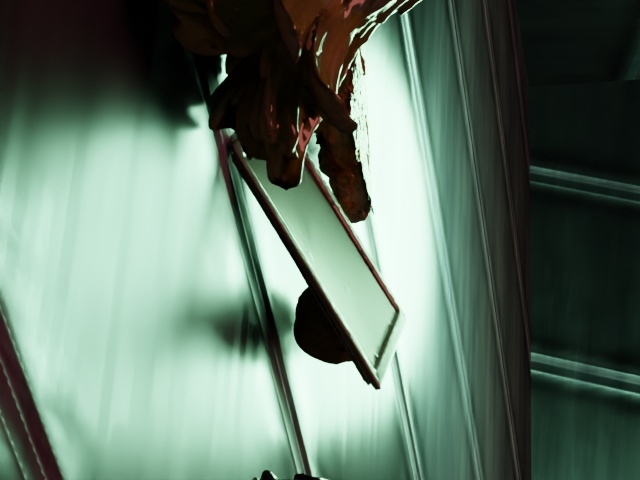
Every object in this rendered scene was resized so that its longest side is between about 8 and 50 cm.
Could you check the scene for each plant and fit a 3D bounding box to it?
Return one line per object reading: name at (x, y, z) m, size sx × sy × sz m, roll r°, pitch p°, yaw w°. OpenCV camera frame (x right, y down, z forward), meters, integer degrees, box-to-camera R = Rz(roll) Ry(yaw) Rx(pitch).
plant at (0.013, -0.177, 1.143) m, size 0.261 × 0.297 × 0.306 m, roll 128°, pitch -49°, yaw -58°

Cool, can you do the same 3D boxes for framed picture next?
framed picture at (0.000, 0.000, 1.292) m, size 0.183 × 0.011 × 0.142 m, roll 59°, pitch 17°, yaw -9°

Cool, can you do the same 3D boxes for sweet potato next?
sweet potato at (0.016, 0.057, 1.417) m, size 0.226 × 0.068 × 0.068 m, roll 25°, pitch 62°, yaw -82°

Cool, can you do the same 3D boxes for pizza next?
pizza at (0.014, -0.094, 1.503) m, size 0.131 × 0.041 × 0.178 m, roll -71°, pitch 156°, yaw -70°

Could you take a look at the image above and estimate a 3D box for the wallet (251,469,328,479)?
wallet at (-0.013, 0.279, 1.172) m, size 0.176 × 0.075 × 0.250 m, roll -70°, pitch 156°, yaw -50°
